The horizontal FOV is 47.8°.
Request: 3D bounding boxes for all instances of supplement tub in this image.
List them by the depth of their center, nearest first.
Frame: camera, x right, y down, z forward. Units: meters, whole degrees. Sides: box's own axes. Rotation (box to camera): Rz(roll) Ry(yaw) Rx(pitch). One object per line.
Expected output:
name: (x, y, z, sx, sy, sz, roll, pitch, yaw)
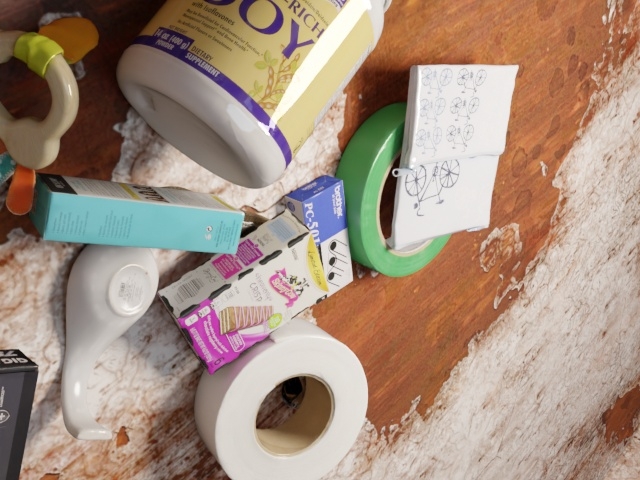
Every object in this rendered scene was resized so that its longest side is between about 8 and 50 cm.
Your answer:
supplement tub: (-0.069, -0.259, 0.917, 0.331, 0.241, 0.241, -56, 138, -13)

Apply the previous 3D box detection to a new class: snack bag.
snack bag: (0.250, -0.155, 1.342, 0.323, 0.037, 0.342, -12, 116, -44)

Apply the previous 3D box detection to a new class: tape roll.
tape roll: (-0.063, 0.273, 1.212, 0.286, 0.100, 0.286, -9, 108, -27)
tape roll: (0.158, -0.094, 1.355, 0.321, 0.077, 0.321, -21, 121, -40)

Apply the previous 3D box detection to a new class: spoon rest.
spoon rest: (-0.298, 0.124, 0.982, 0.137, 0.084, 0.276, 22, 77, -50)

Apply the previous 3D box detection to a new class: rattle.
rattle: (-0.326, -0.148, 0.837, 0.130, 0.142, 0.199, 1, 117, -7)

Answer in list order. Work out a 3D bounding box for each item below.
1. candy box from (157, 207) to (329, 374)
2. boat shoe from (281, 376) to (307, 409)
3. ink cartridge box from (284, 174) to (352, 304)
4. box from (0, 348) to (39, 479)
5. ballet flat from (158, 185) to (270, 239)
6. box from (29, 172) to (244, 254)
candy box: (-0.109, 0.079, 1.097, 0.233, 0.071, 0.159, -35, 141, -15)
boat shoe: (-0.038, 0.276, 1.327, 0.066, 0.066, 0.183, -18, 110, -36)
ink cartridge box: (0.000, 0.000, 1.251, 0.097, 0.046, 0.207, -31, 128, -35)
box: (-0.499, 0.277, 0.828, 0.293, 0.073, 0.295, 5, 102, -48)
ballet flat: (-0.163, -0.030, 1.067, 0.250, 0.058, 0.084, 14, 114, -43)
box: (-0.229, -0.032, 0.911, 0.244, 0.100, 0.060, 5, 105, -32)
